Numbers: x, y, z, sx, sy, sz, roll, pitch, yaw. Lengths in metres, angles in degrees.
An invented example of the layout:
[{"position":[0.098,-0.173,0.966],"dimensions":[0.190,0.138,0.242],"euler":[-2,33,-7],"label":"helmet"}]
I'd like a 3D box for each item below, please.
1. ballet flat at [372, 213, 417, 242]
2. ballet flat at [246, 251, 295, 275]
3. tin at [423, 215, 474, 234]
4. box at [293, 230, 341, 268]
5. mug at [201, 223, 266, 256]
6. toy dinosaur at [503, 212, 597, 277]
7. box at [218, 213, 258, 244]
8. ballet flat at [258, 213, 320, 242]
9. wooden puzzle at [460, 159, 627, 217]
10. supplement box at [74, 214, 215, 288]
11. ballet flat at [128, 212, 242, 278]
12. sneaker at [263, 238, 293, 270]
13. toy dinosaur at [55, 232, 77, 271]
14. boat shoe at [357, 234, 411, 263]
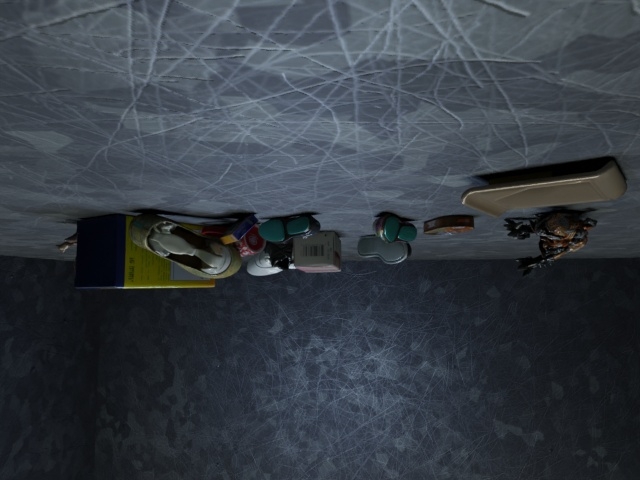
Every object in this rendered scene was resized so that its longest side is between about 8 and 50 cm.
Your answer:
[{"position":[0.194,-0.034,1.289],"dimensions":[0.079,0.076,0.221],"euler":[19,-173,34],"label":"ballet flat"},{"position":[-0.192,0.080,2.226],"dimensions":[0.400,0.139,0.139],"euler":[-6,173,18],"label":"ballet flat"},{"position":[0.366,-0.042,1.336],"dimensions":[0.106,0.040,0.190],"euler":[-3,175,-12],"label":"tin"},{"position":[-0.007,0.047,1.711],"dimensions":[0.149,0.126,0.232],"euler":[-2,171,9],"label":"box"},{"position":[-0.269,0.005,1.414],"dimensions":[0.169,0.113,0.150],"euler":[-9,178,38],"label":"mug"},{"position":[0.643,-0.002,1.257],"dimensions":[0.218,0.164,0.322],"euler":[-25,138,38],"label":"toy dinosaur"},{"position":[-0.218,-0.030,1.240],"dimensions":[0.028,0.081,0.136],"euler":[49,154,-14],"label":"box"},{"position":[-0.081,-0.031,1.275],"dimensions":[0.203,0.074,0.074],"euler":[-8,171,40],"label":"ballet flat"},{"position":[0.403,-0.092,0.835],"dimensions":[0.239,0.044,0.221],"euler":[-10,169,37],"label":"wooden puzzle"},{"position":[-0.507,0.046,1.382],"dimensions":[0.195,0.194,0.356],"euler":[-4,173,32],"label":"supplement box"},{"position":[-0.339,0.028,1.245],"dimensions":[0.123,0.123,0.348],"euler":[-6,154,45],"label":"ballet flat"},{"position":[-0.182,0.052,1.811],"dimensions":[0.087,0.130,0.227],"euler":[6,174,-38],"label":"sneaker"},{"position":[-0.660,0.016,1.423],"dimensions":[0.127,0.200,0.295],"euler":[41,167,32],"label":"toy dinosaur"},{"position":[0.247,0.025,1.687],"dimensions":[0.091,0.114,0.302],"euler":[3,-175,-26],"label":"boat shoe"}]
